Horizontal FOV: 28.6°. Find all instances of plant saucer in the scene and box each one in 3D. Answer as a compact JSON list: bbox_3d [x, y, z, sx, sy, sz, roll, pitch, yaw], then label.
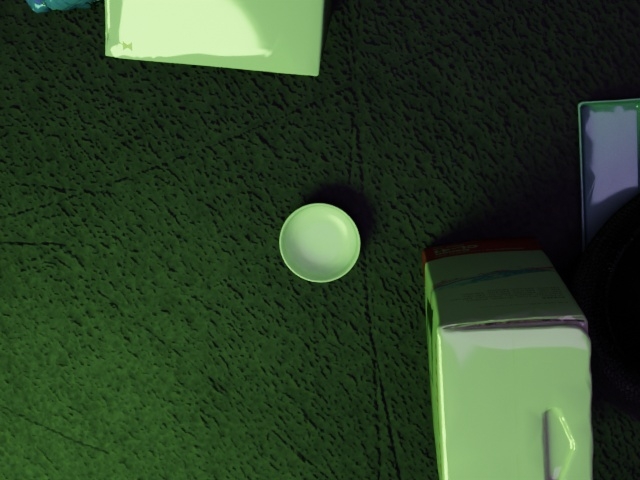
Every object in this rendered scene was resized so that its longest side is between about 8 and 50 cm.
[{"bbox_3d":[0.296,-0.048,1.274,0.067,0.018,0.192,-3,103,5],"label":"plant saucer"}]

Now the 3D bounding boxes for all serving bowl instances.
[{"bbox_3d":[0.000,0.000,1.300,0.083,0.027,0.083,1,102,3],"label":"serving bowl"}]

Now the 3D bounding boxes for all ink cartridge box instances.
[{"bbox_3d":[0.168,0.138,1.175,0.131,0.306,0.226,-3,101,5],"label":"ink cartridge box"}]

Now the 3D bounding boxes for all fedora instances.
[{"bbox_3d":[0.405,0.078,1.205,0.334,0.334,0.152,-14,139,7],"label":"fedora"}]

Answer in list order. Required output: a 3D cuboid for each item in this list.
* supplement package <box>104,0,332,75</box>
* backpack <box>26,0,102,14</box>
[{"bbox_3d":[-0.086,-0.304,1.142,0.204,0.145,0.262,6,124,3],"label":"supplement package"},{"bbox_3d":[-0.247,-0.265,1.215,0.101,0.120,0.098,-32,99,10],"label":"backpack"}]
